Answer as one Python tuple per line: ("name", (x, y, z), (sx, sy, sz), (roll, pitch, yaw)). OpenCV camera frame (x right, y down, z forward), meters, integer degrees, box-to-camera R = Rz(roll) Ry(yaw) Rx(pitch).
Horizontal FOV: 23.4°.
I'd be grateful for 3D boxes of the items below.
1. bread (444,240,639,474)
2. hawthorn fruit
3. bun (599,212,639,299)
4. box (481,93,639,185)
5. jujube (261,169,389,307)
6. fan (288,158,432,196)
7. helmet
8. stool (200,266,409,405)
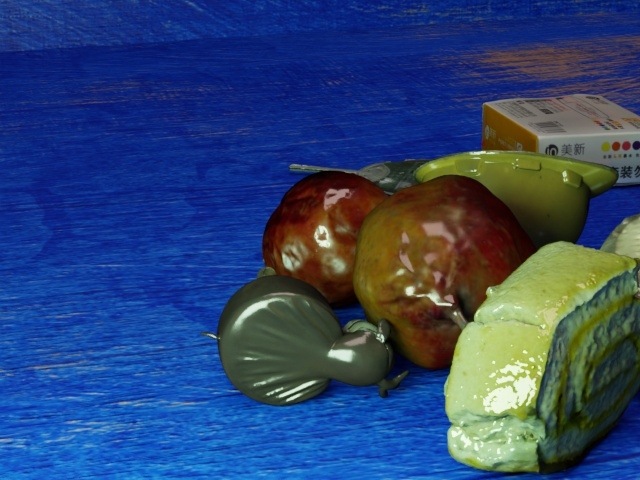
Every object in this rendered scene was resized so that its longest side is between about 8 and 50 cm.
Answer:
("bread", (0.207, 0.112, 1.442), (0.124, 0.186, 0.257), (17, 33, 34))
("hawthorn fruit", (0.136, 0.043, 1.627), (0.208, 0.208, 0.248), (-1, 13, 0))
("bun", (0.430, 0.069, 1.630), (0.287, 0.146, 0.287), (0, 32, 0))
("box", (0.393, -0.158, 2.427), (0.221, 0.091, 0.274), (-3, 18, -10))
("jujube", (0.000, 0.000, 1.863), (0.168, 0.168, 0.236), (-9, 2, -23))
("fan", (0.130, -0.107, 2.411), (0.294, 0.012, 0.223), (16, 24, 40))
("helmet", (0.240, -0.020, 1.930), (0.257, 0.140, 0.205), (6, -15, -7))
("stool", (-0.015, 0.101, 1.593), (0.217, 0.125, 0.121), (8, 15, -5))
